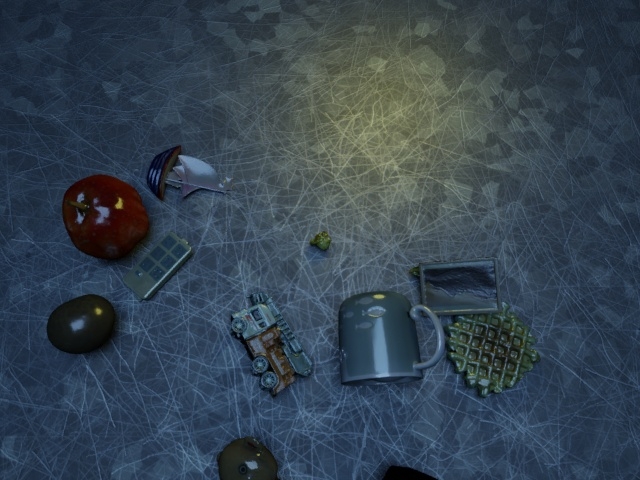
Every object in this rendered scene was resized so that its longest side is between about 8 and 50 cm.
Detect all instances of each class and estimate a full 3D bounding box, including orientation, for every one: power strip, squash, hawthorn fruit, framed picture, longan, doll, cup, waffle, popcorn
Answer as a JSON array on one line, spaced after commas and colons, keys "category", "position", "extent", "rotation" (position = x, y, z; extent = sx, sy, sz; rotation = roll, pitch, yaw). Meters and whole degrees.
[{"category": "power strip", "position": [-0.579, 0.092, 1.778], "extent": [0.118, 0.046, 0.270], "rotation": [39, 76, 11]}, {"category": "squash", "position": [0.427, 0.132, 1.772], "extent": [0.225, 0.094, 0.094], "rotation": [15, 72, 11]}, {"category": "hawthorn fruit", "position": [-0.749, -0.086, 1.689], "extent": [0.288, 0.330, 0.286], "rotation": [-2, 77, 9]}, {"category": "framed picture", "position": [0.476, 0.160, 1.711], "extent": [0.266, 0.018, 0.192], "rotation": [-6, 88, 18]}, {"category": "longan", "position": [-0.783, 0.277, 1.640], "extent": [0.213, 0.198, 0.198], "rotation": [-26, 73, -22]}, {"category": "doll", "position": [-0.175, 0.746, 1.502], "extent": [0.329, 0.235, 0.174], "rotation": [53, 35, 7]}, {"category": "cup", "position": [0.222, 0.302, 1.578], "extent": [0.357, 0.260, 0.274], "rotation": [-21, 63, 35]}, {"category": "waffle", "position": [0.581, 0.362, 1.705], "extent": [0.309, 0.056, 0.291], "rotation": [-28, 74, -11]}, {"category": "popcorn", "position": [0.000, 0.002, 1.814], "extent": [0.084, 0.059, 0.068], "rotation": [-9, 72, 5]}]

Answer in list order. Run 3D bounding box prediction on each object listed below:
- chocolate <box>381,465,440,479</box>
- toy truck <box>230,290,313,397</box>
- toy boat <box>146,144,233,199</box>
[{"category": "chocolate", "position": [0.286, 0.875, 1.391], "extent": [0.384, 0.383, 0.331], "rotation": [21, 84, 6]}, {"category": "toy truck", "position": [-0.176, 0.335, 1.664], "extent": [0.185, 0.133, 0.338], "rotation": [-26, 77, -20]}, {"category": "toy boat", "position": [-0.500, -0.264, 1.891], "extent": [0.319, 0.072, 0.218], "rotation": [-9, 75, -8]}]
